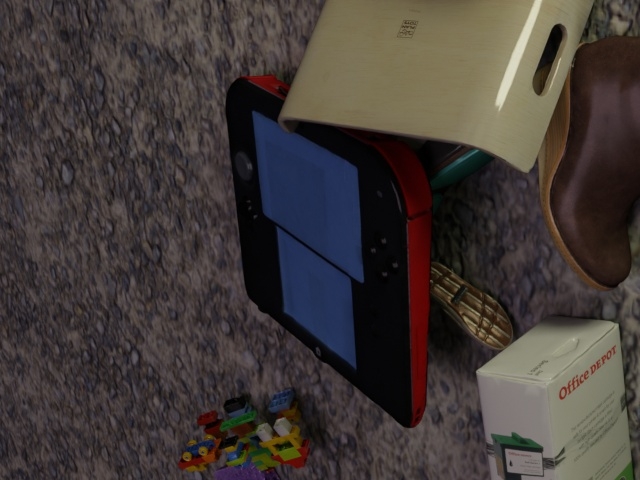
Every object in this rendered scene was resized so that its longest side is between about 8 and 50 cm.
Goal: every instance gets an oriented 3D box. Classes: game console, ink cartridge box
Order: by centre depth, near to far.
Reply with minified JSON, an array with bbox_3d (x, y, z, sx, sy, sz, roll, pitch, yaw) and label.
[{"bbox_3d":[0.258,0.209,1.227,0.092,0.160,0.219,6,113,41],"label":"ink cartridge box"},{"bbox_3d":[0.000,0.000,1.357,0.386,0.060,0.342,35,132,50],"label":"game console"}]

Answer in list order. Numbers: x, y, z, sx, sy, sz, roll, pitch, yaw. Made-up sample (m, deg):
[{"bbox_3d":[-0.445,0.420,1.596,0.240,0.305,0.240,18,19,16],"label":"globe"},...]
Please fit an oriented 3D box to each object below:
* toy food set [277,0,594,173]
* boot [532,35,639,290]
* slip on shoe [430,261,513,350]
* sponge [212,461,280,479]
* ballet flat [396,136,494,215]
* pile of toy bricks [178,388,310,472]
[{"bbox_3d":[0.110,-0.191,1.157,0.306,0.092,0.219,13,76,40],"label":"toy food set"},{"bbox_3d":[0.308,-0.076,1.084,0.207,0.090,0.248,-11,99,47],"label":"boot"},{"bbox_3d":[0.169,0.078,1.331,0.135,0.051,0.041,37,172,13],"label":"slip on shoe"},{"bbox_3d":[-0.077,0.431,1.742,0.117,0.031,0.210,-30,88,46],"label":"sponge"},{"bbox_3d":[0.114,-0.081,1.264,0.096,0.095,0.280,57,137,15],"label":"ballet flat"},{"bbox_3d":[-0.092,0.296,1.649,0.212,0.118,0.105,-22,116,30],"label":"pile of toy bricks"}]
